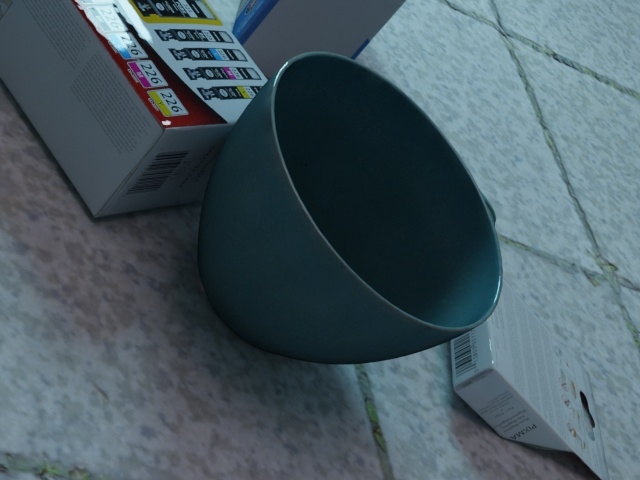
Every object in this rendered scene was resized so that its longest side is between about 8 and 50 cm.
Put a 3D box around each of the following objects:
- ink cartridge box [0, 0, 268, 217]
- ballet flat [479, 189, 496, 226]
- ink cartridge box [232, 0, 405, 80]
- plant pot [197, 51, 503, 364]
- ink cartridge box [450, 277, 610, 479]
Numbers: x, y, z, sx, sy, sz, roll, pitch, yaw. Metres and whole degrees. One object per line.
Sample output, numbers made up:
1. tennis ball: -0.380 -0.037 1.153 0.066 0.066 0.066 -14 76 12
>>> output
1. ink cartridge box: -0.180 -0.190 1.522 0.272 0.130 0.309 -11 60 -54
2. ballet flat: 0.092 -0.081 1.762 0.247 0.083 0.087 48 56 7
3. ink cartridge box: 0.016 -0.341 1.831 0.129 0.223 0.307 32 33 -17
4. plant pot: 0.000 0.000 1.416 0.290 0.195 0.290 32 39 -30
5. ink cartridge box: 0.222 0.151 1.662 0.232 0.066 0.189 50 25 -32
